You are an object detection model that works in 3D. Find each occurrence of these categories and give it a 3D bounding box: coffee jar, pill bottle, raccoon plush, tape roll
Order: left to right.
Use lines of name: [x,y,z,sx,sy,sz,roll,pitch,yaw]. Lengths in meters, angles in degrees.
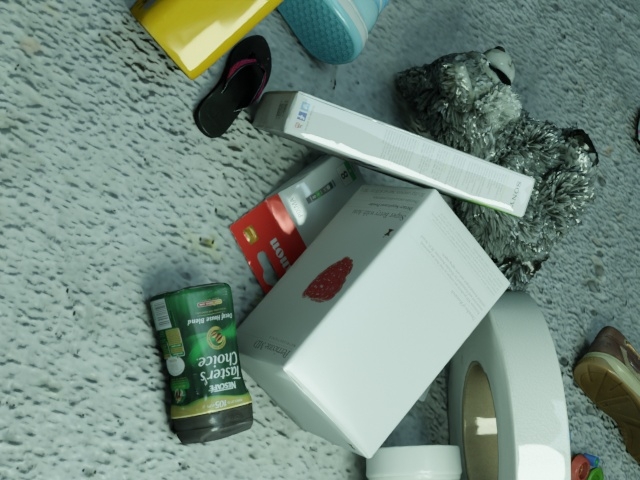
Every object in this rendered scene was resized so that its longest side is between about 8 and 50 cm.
coffee jar: [-0.139,0.146,1.435,0.096,0.079,0.184,-8,86,-44]
pill bottle: [0.127,0.420,1.561,0.169,0.169,0.302,10,73,-42]
raccoon plush: [0.234,-0.070,1.779,0.299,0.216,0.447,25,63,-29]
tape roll: [0.240,0.259,1.590,0.072,0.392,0.392,-1,78,-5]

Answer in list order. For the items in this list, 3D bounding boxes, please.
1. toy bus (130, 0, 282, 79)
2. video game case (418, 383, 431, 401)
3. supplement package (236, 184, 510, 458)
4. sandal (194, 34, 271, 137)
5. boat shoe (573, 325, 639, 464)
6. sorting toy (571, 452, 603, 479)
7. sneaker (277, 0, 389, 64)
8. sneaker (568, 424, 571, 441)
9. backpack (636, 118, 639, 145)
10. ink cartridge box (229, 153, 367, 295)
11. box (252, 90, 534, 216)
toy bus: [-0.079,-0.354,1.494,0.332,0.130,0.108,-42,114,0]
video game case: [0.114,0.109,1.681,0.201,0.023,0.183,31,79,-39]
supplement package: [0.057,0.093,1.509,0.293,0.177,0.175,-49,115,-17]
sandal: [-0.104,-0.204,1.585,0.067,0.040,0.179,48,51,-25]
boat shoe: [0.566,0.283,2.061,0.342,0.123,0.123,46,53,-18]
sorting toy: [0.423,0.375,1.957,0.102,0.042,0.061,46,67,-41]
sneaker: [-0.005,-0.428,1.684,0.208,0.127,0.319,-55,127,-35]
sneaker: [0.351,0.328,1.884,0.059,0.053,0.144,36,56,-30]
backpack: [0.691,-0.198,2.305,0.182,0.115,0.152,33,61,-31]
ink cartridge box: [0.000,0.000,1.628,0.224,0.056,0.181,-40,108,-44]
box: [0.086,-0.114,1.541,0.322,0.232,0.059,20,92,-15]
